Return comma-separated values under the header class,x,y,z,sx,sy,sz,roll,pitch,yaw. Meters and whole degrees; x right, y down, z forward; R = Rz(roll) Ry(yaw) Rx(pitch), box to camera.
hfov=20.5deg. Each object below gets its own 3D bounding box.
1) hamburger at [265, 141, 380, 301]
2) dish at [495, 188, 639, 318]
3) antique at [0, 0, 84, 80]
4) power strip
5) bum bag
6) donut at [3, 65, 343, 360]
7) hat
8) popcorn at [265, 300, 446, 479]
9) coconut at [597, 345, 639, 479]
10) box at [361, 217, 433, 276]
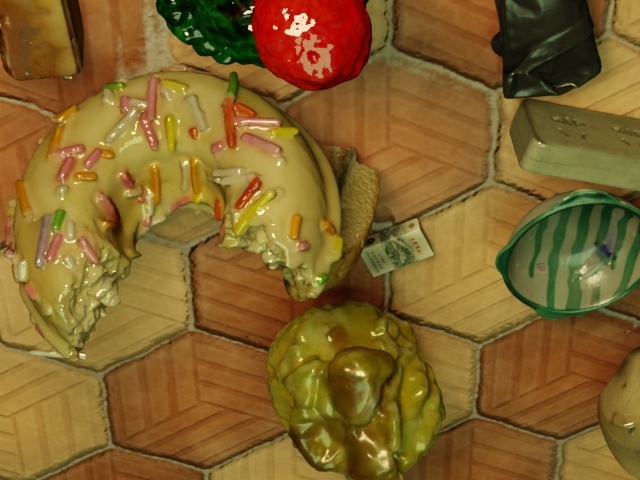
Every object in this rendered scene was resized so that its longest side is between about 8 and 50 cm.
class,x,y,z,sx,sy,sz,roll,pitch,yaw
hamburger,0.000,0.000,2.088,0.135,0.207,0.155,5,127,-9
dish,0.334,-0.001,2.226,0.246,0.078,0.224,-1,133,-7
antique,-0.317,-0.307,1.833,0.093,0.087,0.310,-8,134,1
power strip,0.371,-0.103,2.125,0.288,0.093,0.053,8,128,-16
bum bag,0.244,-0.264,1.978,0.123,0.060,0.248,-13,133,5
donut,-0.170,-0.048,1.948,0.371,0.307,0.150,-14,153,4
hat,-0.047,-0.258,1.753,0.242,0.332,0.274,-7,131,-4
popcorn,0.047,0.209,2.265,0.206,0.251,0.237,-25,135,7
coconut,0.476,0.228,2.386,0.224,0.224,0.224,-4,133,-5
box,0.095,0.009,2.236,0.083,0.024,0.054,-21,131,11
